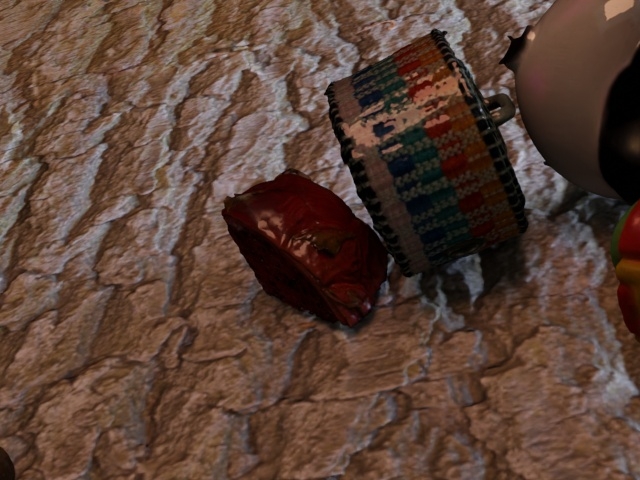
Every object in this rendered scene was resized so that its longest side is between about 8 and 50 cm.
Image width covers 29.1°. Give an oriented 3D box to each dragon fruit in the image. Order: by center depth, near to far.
[{"bbox_3d":[0.001,-0.001,1.194,0.120,0.127,0.161,-41,37,-18],"label":"dragon fruit"}]

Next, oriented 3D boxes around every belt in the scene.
[{"bbox_3d":[0.114,-0.091,1.185,0.160,0.207,0.295,-24,6,9],"label":"belt"}]

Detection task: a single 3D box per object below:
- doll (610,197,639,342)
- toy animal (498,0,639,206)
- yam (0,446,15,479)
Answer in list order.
[{"bbox_3d":[0.381,0.037,0.862,0.363,0.183,0.160,2,33,37],"label":"doll"},{"bbox_3d":[0.319,-0.126,1.110,0.251,0.251,0.310,-38,33,-28],"label":"toy animal"},{"bbox_3d":[-0.308,0.235,1.034,0.084,0.084,0.127,-11,29,12],"label":"yam"}]
